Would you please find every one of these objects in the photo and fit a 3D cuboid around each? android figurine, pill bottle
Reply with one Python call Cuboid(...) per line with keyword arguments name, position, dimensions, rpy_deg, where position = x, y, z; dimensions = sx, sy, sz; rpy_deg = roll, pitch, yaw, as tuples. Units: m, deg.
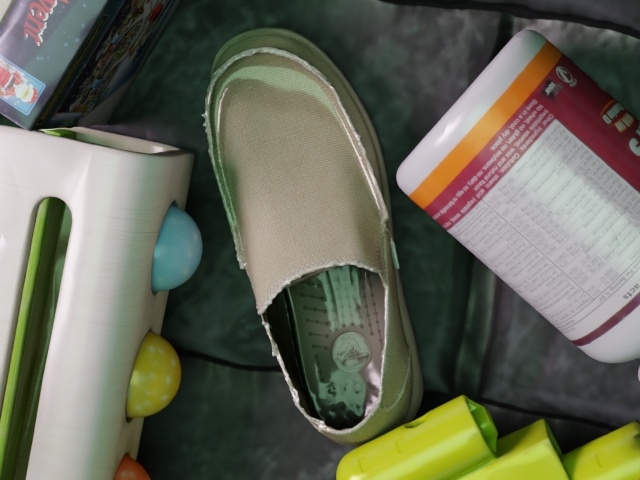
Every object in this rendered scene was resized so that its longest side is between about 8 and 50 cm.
Cuboid(name="android figurine", position=(0.097, 0.220, 0.785), dimensions=(0.273, 0.056, 0.248), rpy_deg=(-26, 97, 8))
Cuboid(name="pill bottle", position=(0.161, -0.007, 0.753), dimensions=(0.221, 0.121, 0.121), rpy_deg=(41, 98, 0))

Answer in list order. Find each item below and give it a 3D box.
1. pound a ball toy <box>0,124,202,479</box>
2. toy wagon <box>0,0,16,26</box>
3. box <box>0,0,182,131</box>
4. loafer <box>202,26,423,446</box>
Cuboid(name="pound a ball toy", position=(-0.159, 0.099, 0.753), dimensions=(0.135, 0.208, 0.319), rpy_deg=(12, 96, 5))
Cuboid(name="toy wagon", position=(-0.283, -0.178, 0.800), dimensions=(0.267, 0.068, 0.344), rpy_deg=(-14, 92, 7))
Cuboid(name="box", position=(-0.100, -0.172, 0.743), dimensions=(0.044, 0.159, 0.233), rpy_deg=(33, 98, 2))
Cuboid(name="loafer", position=(0.000, 0.000, 0.784), dimensions=(0.102, 0.092, 0.269), rpy_deg=(-19, 94, 7))
